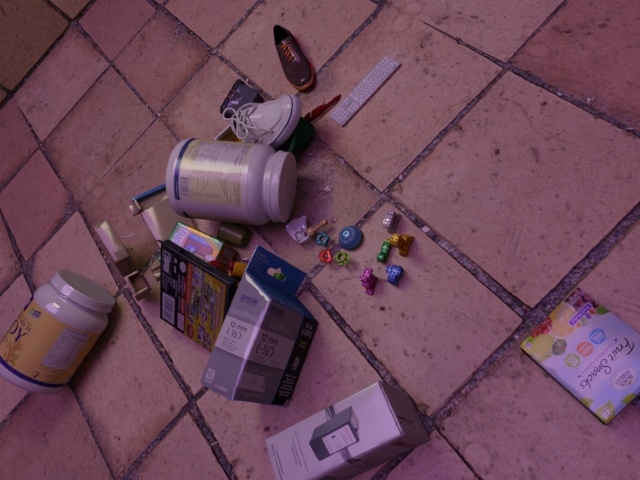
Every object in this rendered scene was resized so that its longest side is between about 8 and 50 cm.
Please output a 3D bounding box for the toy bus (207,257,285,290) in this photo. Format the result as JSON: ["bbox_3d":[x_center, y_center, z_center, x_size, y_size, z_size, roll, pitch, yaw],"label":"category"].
[{"bbox_3d":[-0.211,0.123,1.371,0.190,0.202,0.105,1,71,33],"label":"toy bus"}]

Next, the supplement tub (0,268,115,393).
[{"bbox_3d":[-0.833,0.284,1.601,0.241,0.241,0.332,31,86,33],"label":"supplement tub"}]

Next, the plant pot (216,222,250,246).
[{"bbox_3d":[-0.257,-0.019,1.527,0.079,0.083,0.083,25,83,21],"label":"plant pot"}]

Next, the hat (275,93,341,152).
[{"bbox_3d":[-0.035,-0.331,1.570,0.208,0.183,0.173,-52,47,47],"label":"hat"}]

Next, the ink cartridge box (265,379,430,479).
[{"bbox_3d":[0.064,0.431,1.091,0.289,0.211,0.122,-31,57,12],"label":"ink cartridge box"}]

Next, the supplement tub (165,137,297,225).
[{"bbox_3d":[-0.247,-0.167,1.451,0.324,0.235,0.236,7,72,11],"label":"supplement tub"}]

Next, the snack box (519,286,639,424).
[{"bbox_3d":[0.540,0.227,1.009,0.174,0.070,0.207,-47,58,3],"label":"snack box"}]

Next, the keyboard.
[{"bbox_3d":[0.133,-0.457,1.535,0.256,0.014,0.072,-46,57,3],"label":"keyboard"}]

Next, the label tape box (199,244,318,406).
[{"bbox_3d":[-0.119,0.219,1.248,0.115,0.249,0.348,16,78,32],"label":"label tape box"}]

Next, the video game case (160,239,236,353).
[{"bbox_3d":[-0.344,0.165,1.392,0.248,0.035,0.275,27,125,23],"label":"video game case"}]

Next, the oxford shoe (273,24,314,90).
[{"bbox_3d":[-0.101,-0.603,1.666,0.096,0.098,0.272,-32,59,13],"label":"oxford shoe"}]

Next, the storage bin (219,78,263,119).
[{"bbox_3d":[-0.261,-0.464,1.703,0.091,0.098,0.135,27,84,23],"label":"storage bin"}]

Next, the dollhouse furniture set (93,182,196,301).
[{"bbox_3d":[-0.530,0.009,1.660,0.303,0.198,0.287,-31,83,-20],"label":"dollhouse furniture set"}]

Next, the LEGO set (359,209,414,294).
[{"bbox_3d":[0.173,0.025,1.269,0.086,0.093,0.228,13,76,31],"label":"LEGO set"}]

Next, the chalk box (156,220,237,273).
[{"bbox_3d":[-0.380,0.034,1.495,0.212,0.132,0.132,25,82,11],"label":"chalk box"}]

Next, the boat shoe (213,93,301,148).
[{"bbox_3d":[-0.216,-0.343,1.507,0.366,0.156,0.136,-17,69,48],"label":"boat shoe"}]

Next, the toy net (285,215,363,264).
[{"bbox_3d":[0.000,0.000,1.402,0.232,0.045,0.122,12,78,32],"label":"toy net"}]
